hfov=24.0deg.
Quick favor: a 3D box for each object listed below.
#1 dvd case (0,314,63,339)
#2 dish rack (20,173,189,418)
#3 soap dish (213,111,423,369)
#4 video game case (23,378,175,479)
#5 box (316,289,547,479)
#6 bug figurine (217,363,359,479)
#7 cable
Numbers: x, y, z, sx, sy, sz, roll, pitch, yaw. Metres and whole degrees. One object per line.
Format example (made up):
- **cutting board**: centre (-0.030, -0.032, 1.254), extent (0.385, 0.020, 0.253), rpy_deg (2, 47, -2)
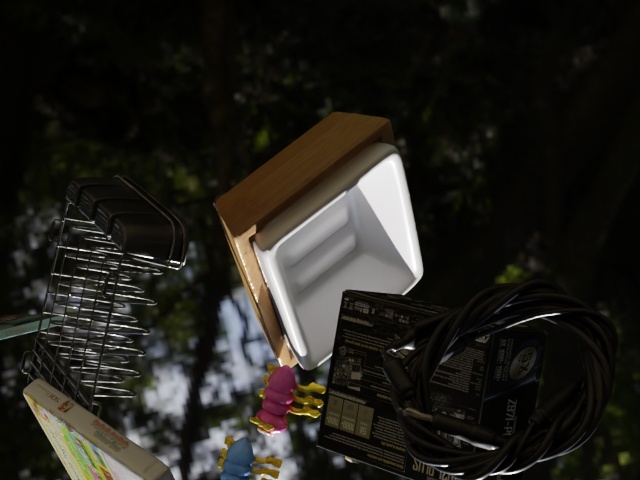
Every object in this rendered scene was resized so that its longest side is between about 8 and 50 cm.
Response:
- **dvd case**: centre (-0.353, 0.096, 1.670), extent (0.087, 0.013, 0.119), rpy_deg (-13, -174, -43)
- **dish rack**: centre (-0.231, 0.078, 1.547), extent (0.074, 0.272, 0.208), rpy_deg (8, -166, -29)
- **soap dish**: centre (0.000, 0.000, 1.796), extent (0.229, 0.291, 0.118), rpy_deg (-39, -124, -16)
- **video game case**: centre (-0.171, 0.247, 1.395), extent (0.026, 0.227, 0.206), rpy_deg (-41, -138, -24)
- **box**: centre (0.095, 0.131, 1.317), extent (0.180, 0.147, 0.077), rpy_deg (11, -177, 45)
- **bug figurine**: centre (-0.013, 0.266, 1.824), extent (0.279, 0.216, 0.072), rpy_deg (16, -173, 26)
- **cable**: centre (0.145, 0.104, 1.152), extent (0.184, 0.047, 0.151), rpy_deg (-17, -129, -4)
